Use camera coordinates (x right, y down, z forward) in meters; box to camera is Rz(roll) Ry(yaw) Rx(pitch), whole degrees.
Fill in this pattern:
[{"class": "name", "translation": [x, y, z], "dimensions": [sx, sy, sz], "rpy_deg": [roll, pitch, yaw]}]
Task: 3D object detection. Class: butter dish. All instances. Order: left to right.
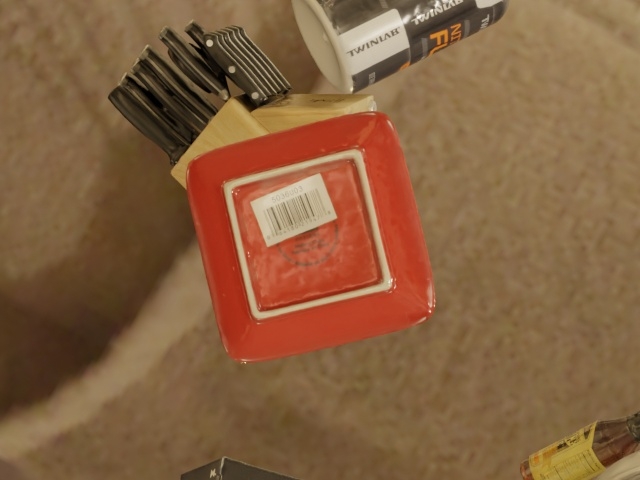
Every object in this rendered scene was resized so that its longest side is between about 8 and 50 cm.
[{"class": "butter dish", "translation": [0.000, 0.000, 1.387], "dimensions": [0.118, 0.160, 0.159], "rpy_deg": [15, 61, -78]}]

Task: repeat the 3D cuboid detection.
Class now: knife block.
[{"class": "knife block", "translation": [-0.073, -0.059, 1.696], "dimensions": [0.088, 0.242, 0.275], "rpy_deg": [-33, 121, -67]}]

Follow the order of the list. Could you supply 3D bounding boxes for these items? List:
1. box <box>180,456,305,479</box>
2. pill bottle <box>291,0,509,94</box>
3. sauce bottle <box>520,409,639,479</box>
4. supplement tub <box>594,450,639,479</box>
[{"class": "box", "translation": [-0.053, 0.298, 1.742], "dimensions": [0.093, 0.158, 0.156], "rpy_deg": [-28, -132, 55]}, {"class": "pill bottle", "translation": [0.104, -0.257, 1.946], "dimensions": [0.246, 0.130, 0.130], "rpy_deg": [-27, 165, -10]}, {"class": "sauce bottle", "translation": [0.226, 0.170, 1.552], "dimensions": [0.128, 0.042, 0.042], "rpy_deg": [-30, -177, 19]}, {"class": "supplement tub", "translation": [0.275, 0.322, 1.395], "dimensions": [0.325, 0.235, 0.235], "rpy_deg": [-70, -177, -58]}]
